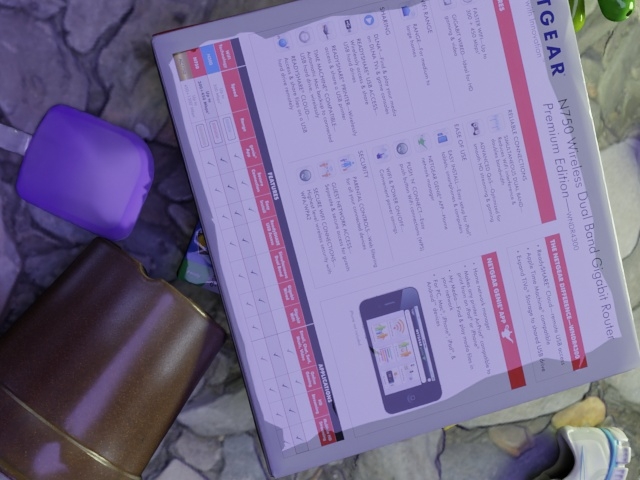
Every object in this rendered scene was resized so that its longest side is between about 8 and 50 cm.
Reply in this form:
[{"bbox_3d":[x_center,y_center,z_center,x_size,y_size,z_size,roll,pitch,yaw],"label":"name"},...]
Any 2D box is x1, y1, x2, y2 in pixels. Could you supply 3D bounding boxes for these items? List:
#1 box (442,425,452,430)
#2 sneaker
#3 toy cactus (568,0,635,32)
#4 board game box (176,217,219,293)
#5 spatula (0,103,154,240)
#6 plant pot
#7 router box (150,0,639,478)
[{"bbox_3d":[0.169,0.089,0.895,0.179,0.043,0.105,-23,110,-13],"label":"box"},{"bbox_3d":[0.244,0.274,0.957,0.083,0.071,0.191,14,83,-14],"label":"sneaker"},{"bbox_3d":[0.205,-0.252,0.804,0.219,0.112,0.180,-42,104,3],"label":"toy cactus"},{"bbox_3d":[0.000,0.000,0.785,0.201,0.035,0.136,20,94,-11],"label":"board game box"},{"bbox_3d":[-0.262,-0.089,0.687,0.296,0.030,0.084,23,92,-24],"label":"spatula"},{"bbox_3d":[-0.165,0.098,0.706,0.167,0.167,0.165,42,79,-24],"label":"plant pot"},{"bbox_3d":[0.060,-0.024,0.730,0.301,0.082,0.335,-15,99,-7],"label":"router box"}]
